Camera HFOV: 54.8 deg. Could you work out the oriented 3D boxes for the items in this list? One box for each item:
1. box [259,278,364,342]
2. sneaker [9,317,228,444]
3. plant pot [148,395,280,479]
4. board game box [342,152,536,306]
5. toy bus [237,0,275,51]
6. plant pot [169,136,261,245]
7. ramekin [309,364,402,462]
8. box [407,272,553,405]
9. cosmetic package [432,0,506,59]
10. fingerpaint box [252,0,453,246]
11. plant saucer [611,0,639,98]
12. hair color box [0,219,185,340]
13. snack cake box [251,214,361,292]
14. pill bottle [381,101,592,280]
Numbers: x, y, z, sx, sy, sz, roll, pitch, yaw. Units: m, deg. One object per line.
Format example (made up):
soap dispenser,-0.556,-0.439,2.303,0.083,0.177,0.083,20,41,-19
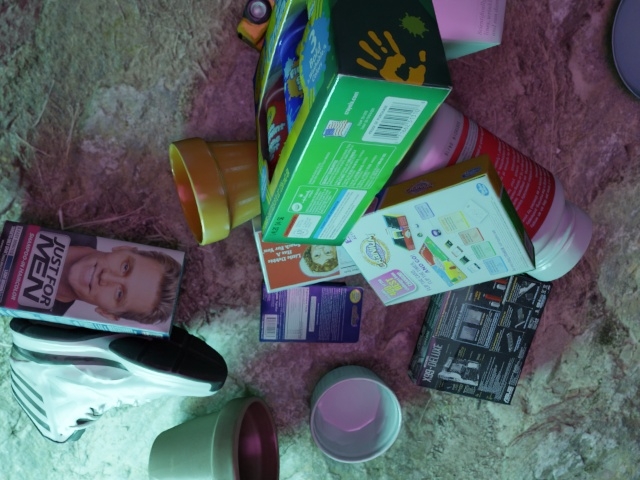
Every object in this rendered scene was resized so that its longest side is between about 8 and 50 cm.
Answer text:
box,-0.021,0.159,1.367,0.225,0.036,0.137,3,103,-7
sneaker,-0.430,0.307,1.304,0.447,0.169,0.258,13,109,-2
plant pot,-0.233,0.477,1.319,0.229,0.263,0.263,-10,104,12
board game box,0.209,-0.007,1.164,0.316,0.064,0.242,-17,126,29
toy bus,-0.023,-0.502,1.182,0.130,0.108,0.333,35,95,-15
plant pot,-0.176,-0.115,1.215,0.187,0.205,0.205,-18,105,-20
ramekin,0.073,0.382,1.393,0.207,0.109,0.207,-1,103,-7
box,0.360,0.205,1.408,0.242,0.076,0.308,13,100,-10
cosmetic package,0.186,-0.432,1.081,0.156,0.385,0.218,2,103,-8
fingerpaint box,0.010,-0.254,0.996,0.163,0.445,0.371,3,63,-17
plant saucer,0.767,-0.447,1.333,0.317,0.044,0.318,-2,103,-8
hair color box,-0.456,0.083,1.222,0.346,0.105,0.174,10,71,-10
snack cake box,0.000,0.000,1.289,0.264,0.089,0.152,-12,121,-5
pill bottle,0.338,-0.086,1.260,0.407,0.229,0.229,30,97,-13
